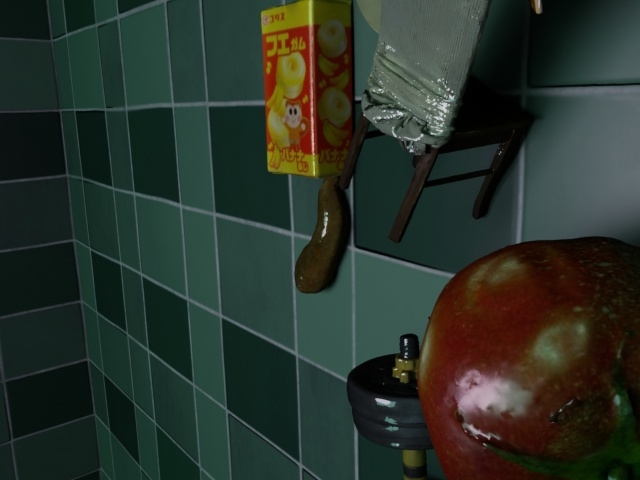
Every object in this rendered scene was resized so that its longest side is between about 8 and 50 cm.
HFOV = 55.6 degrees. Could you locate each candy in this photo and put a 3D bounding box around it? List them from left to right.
[{"bbox_3d":[-0.021,-0.246,1.001,0.146,0.088,0.276,12,109,52],"label":"candy"}]

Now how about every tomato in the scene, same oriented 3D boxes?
[{"bbox_3d":[0.238,0.133,0.596,0.239,0.303,0.304,-102,24,-54],"label":"tomato"}]

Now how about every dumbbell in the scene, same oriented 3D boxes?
[{"bbox_3d":[0.135,0.321,0.861,0.185,0.185,0.389,9,105,52],"label":"dumbbell"}]

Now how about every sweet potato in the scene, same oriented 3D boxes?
[{"bbox_3d":[0.004,0.002,1.056,0.081,0.062,0.233,42,127,41],"label":"sweet potato"}]

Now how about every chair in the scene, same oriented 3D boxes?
[{"bbox_3d":[0.141,-0.172,0.708,0.160,0.186,0.319,49,141,36],"label":"chair"}]

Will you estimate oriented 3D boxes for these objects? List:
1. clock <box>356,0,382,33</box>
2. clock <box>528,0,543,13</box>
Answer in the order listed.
[{"bbox_3d":[0.128,-0.391,0.819,0.235,0.029,0.235,14,109,49],"label":"clock"},{"bbox_3d":[0.252,-0.298,0.518,0.309,0.235,0.166,26,134,60],"label":"clock"}]
